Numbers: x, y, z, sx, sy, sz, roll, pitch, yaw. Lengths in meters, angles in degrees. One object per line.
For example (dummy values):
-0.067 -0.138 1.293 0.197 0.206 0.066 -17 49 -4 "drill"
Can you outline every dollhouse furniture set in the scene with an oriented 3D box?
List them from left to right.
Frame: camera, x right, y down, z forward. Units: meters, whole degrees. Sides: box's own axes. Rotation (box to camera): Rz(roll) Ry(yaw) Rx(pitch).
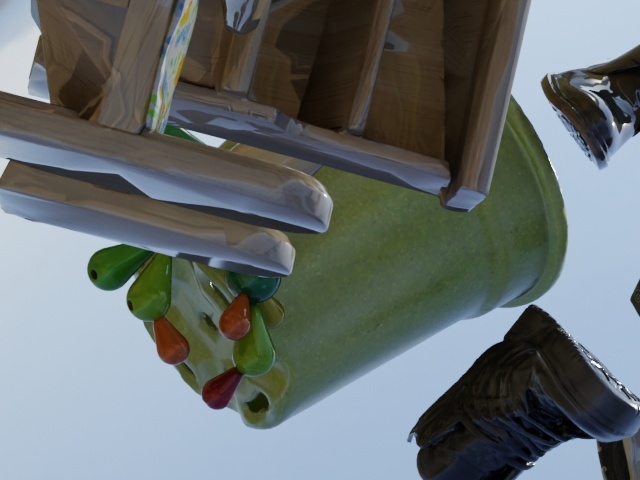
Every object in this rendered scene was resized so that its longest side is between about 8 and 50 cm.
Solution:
0.009 -0.156 0.971 0.394 0.256 0.362 130 -26 -78 "dollhouse furniture set"

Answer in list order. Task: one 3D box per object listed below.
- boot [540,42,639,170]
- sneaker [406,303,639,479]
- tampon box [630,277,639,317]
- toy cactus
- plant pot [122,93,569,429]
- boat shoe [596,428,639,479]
0.227 -0.116 1.433 0.106 0.082 0.219 -34 -177 13 "boot"
0.078 0.076 0.795 0.089 0.051 0.170 -47 -173 4 "sneaker"
0.329 0.059 1.477 0.101 0.161 0.120 -9 143 -23 "tampon box"
-0.070 -0.016 1.281 0.180 0.219 0.112 -34 172 6 "toy cactus"
0.000 0.000 1.465 0.254 0.276 0.276 -37 -174 -26 "plant pot"
0.225 0.181 1.417 0.038 0.046 0.125 -32 -128 38 "boat shoe"
